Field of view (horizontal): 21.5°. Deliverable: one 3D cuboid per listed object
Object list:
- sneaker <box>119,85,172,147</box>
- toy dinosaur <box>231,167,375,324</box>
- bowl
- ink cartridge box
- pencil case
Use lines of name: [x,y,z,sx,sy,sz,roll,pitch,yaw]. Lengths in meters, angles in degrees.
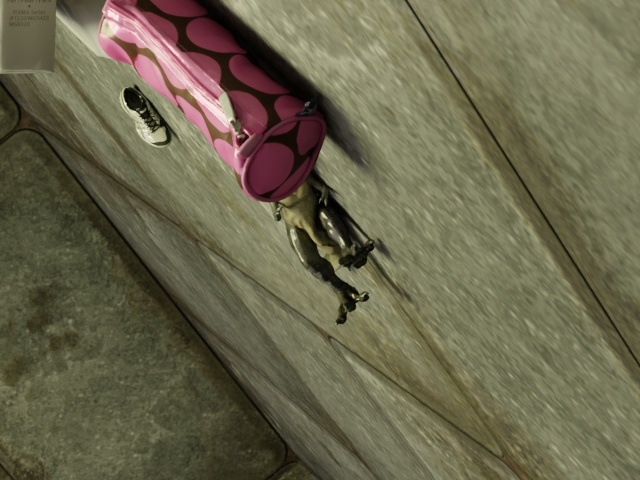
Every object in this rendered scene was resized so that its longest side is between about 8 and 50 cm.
sneaker: [-0.202,-0.140,1.918,0.083,0.032,0.037,49,171,3]
toy dinosaur: [0.000,0.000,1.465,0.118,0.064,0.268,52,175,31]
bowl: [-0.230,-0.238,1.607,0.142,0.053,0.142,43,169,30]
ink cartridge box: [-0.312,-0.300,1.568,0.275,0.060,0.239,35,124,58]
pencil case: [-0.088,-0.123,1.281,0.209,0.095,0.098,42,-157,29]
